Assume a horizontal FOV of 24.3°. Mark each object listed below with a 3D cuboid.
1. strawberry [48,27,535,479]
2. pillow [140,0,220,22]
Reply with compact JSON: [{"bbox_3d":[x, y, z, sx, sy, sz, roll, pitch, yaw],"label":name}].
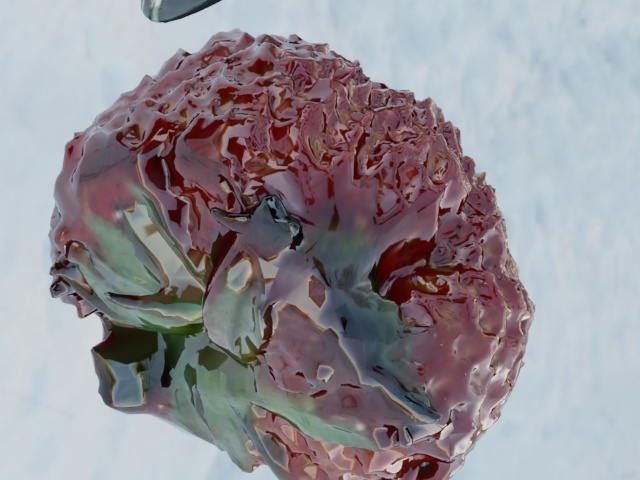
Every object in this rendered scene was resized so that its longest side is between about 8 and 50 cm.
[{"bbox_3d":[-0.003,-0.001,0.790,0.257,0.261,0.261,-50,137,-33],"label":"strawberry"},{"bbox_3d":[-0.009,-0.132,0.504,0.135,0.055,0.091,-46,146,-31],"label":"pillow"}]
